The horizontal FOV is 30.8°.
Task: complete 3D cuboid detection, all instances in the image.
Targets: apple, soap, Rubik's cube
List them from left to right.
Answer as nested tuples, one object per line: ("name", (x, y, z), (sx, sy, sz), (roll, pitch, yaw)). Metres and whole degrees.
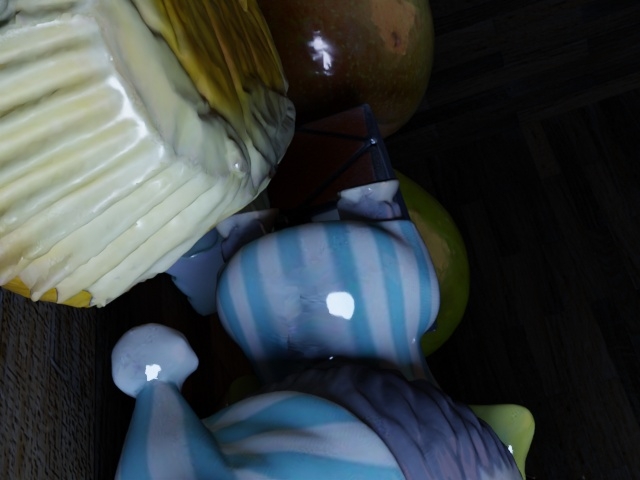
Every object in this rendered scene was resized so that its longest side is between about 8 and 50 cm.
("soap", (-0.106, -0.051, 1.120), (0.145, 0.091, 0.231), (61, 14, -56))
("Rubik's cube", (0.000, 0.000, 1.321), (0.205, 0.207, 0.205), (-98, 167, -57))
("apple", (0.006, -0.260, 1.574), (0.277, 0.319, 0.319), (61, 5, 12))

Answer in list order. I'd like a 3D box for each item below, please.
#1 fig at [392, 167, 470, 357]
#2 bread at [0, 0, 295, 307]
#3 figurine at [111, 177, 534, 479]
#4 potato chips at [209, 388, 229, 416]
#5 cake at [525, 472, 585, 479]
("fig", (0.058, 0.020, 1.567), (0.326, 0.258, 0.258), (55, 15, -28))
("bread", (-0.129, -0.085, 0.725), (0.388, 0.183, 0.236), (-18, 87, -79))
("figurine", (-0.004, 0.135, 0.714), (0.377, 0.266, 0.362), (14, 63, -79))
("potato chips", (-0.058, 0.219, 0.990), (0.150, 0.049, 0.202), (-88, 162, -55))
("cake", (0.179, 0.379, 1.315), (0.332, 0.321, 0.332), (-19, 90, -81))
